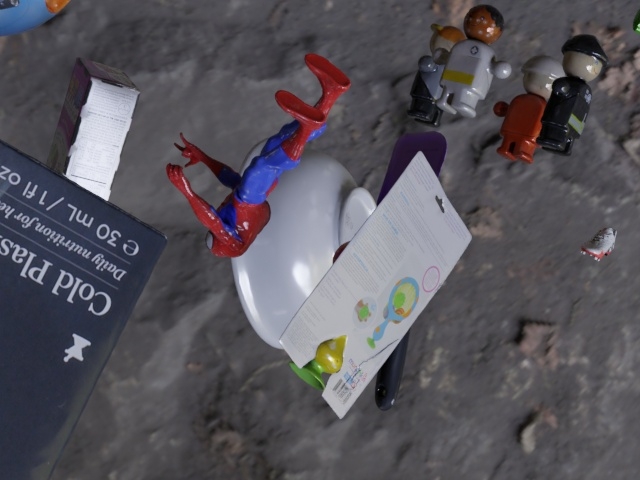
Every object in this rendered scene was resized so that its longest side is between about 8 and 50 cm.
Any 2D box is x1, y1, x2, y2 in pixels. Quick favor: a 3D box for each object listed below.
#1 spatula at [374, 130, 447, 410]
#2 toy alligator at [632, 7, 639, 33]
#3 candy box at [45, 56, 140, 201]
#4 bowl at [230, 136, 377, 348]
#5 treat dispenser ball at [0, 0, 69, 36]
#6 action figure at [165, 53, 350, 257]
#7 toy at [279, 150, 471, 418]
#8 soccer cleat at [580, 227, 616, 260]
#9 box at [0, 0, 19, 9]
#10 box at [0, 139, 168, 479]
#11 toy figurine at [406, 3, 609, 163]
[{"bbox_3d":[0.086,0.029,1.328,0.084,0.030,0.296,-1,82,50],"label":"spatula"},{"bbox_3d":[0.338,-0.273,1.153,0.189,0.056,0.051,-65,25,7],"label":"toy alligator"},{"bbox_3d":[-0.309,-0.109,1.666,0.159,0.071,0.233,-134,61,-66],"label":"candy box"},{"bbox_3d":[0.000,0.000,1.767,0.134,0.298,0.298,-4,106,23],"label":"bowl"},{"bbox_3d":[-0.448,-0.419,1.715,0.288,0.288,0.288,13,115,30],"label":"treat dispenser ball"},{"bbox_3d":[-0.086,-0.082,1.216,0.139,0.091,0.280,34,141,3],"label":"action figure"},{"bbox_3d":[0.044,0.040,1.245,0.056,0.237,0.137,15,151,42],"label":"toy"},{"bbox_3d":[0.329,0.002,1.501,0.029,0.083,0.035,28,106,24],"label":"soccer cleat"},{"bbox_3d":[-0.382,-0.276,1.263,0.180,0.147,0.077,-121,20,-60],"label":"box"},{"bbox_3d":[-0.485,0.095,1.214,0.480,0.471,0.297,31,164,-23],"label":"box"},{"bbox_3d":[0.228,-0.198,1.579,0.209,0.213,0.148,20,86,-9],"label":"toy figurine"}]
